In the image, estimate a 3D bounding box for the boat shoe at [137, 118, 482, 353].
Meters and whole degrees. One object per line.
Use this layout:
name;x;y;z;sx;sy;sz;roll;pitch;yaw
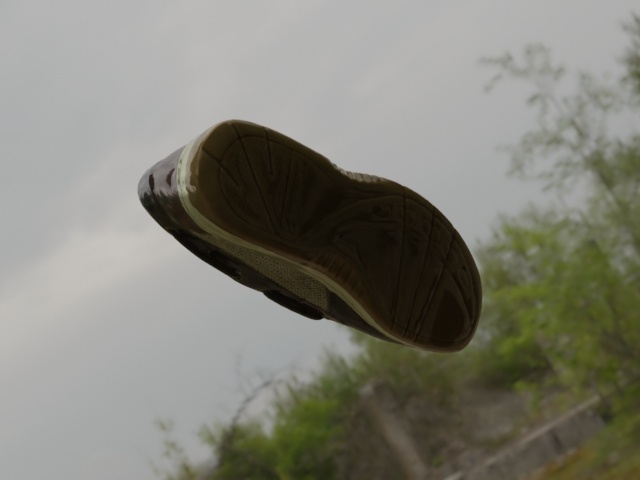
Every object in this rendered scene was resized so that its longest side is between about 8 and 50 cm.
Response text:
boat shoe;0.000;0.000;0.546;0.049;0.056;0.152;-5;-29;46
